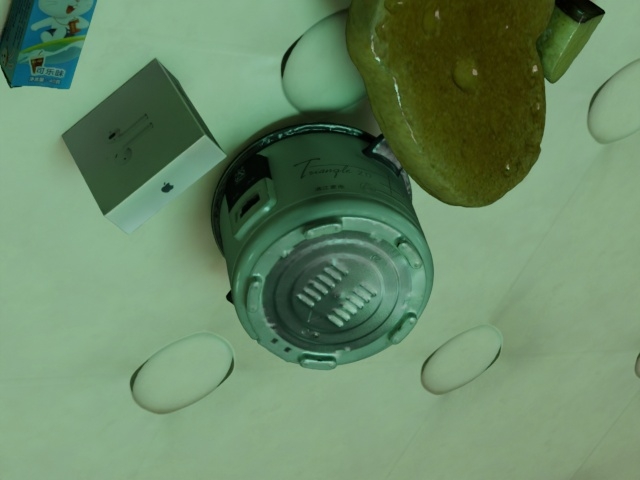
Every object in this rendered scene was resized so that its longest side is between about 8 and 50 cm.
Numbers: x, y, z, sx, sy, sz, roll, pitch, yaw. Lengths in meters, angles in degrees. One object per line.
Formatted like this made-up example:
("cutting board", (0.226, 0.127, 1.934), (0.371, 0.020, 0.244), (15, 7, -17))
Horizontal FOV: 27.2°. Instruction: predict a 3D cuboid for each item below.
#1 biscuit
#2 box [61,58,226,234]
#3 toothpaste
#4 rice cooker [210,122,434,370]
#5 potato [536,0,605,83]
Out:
("biscuit", (0.157, -0.208, 1.452), (0.287, 0.057, 0.344), (-53, 132, -22))
("box", (-0.180, -0.095, 1.346), (0.129, 0.130, 0.051), (-38, 142, 5))
("toothpaste", (-0.230, -0.258, 1.199), (0.065, 0.050, 0.267), (1, 130, -33))
("rice cooker", (0.000, 0.000, 1.505), (0.241, 0.227, 0.280), (31, 114, -27))
("potato", (0.278, -0.244, 1.568), (0.103, 0.066, 0.096), (-59, 161, 22))
